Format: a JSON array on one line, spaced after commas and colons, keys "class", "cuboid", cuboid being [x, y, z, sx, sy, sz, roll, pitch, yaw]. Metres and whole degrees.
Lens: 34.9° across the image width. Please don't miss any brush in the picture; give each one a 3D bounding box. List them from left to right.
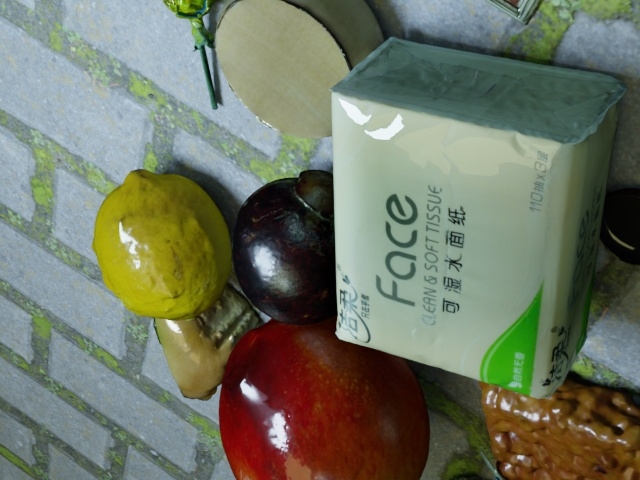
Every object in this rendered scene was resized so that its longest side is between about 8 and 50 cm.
[{"class": "brush", "cuboid": [0.287, 0.385, 1.685, 0.084, 0.013, 0.016, 55, 164, 16]}]

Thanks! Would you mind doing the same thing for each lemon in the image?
[{"class": "lemon", "cuboid": [-0.271, 0.009, 1.761, 0.233, 0.233, 0.288, -3, 118, 40]}]

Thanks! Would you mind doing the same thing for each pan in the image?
[{"class": "pan", "cuboid": [0.432, -0.040, 1.298, 0.115, 0.040, 0.212, 42, 148, 0]}]

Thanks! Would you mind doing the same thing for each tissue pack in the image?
[{"class": "tissue pack", "cuboid": [0.193, -0.026, 1.337, 0.331, 0.205, 0.405, 16, 128, 24]}]

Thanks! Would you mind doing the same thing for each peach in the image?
[{"class": "peach", "cuboid": [-0.003, 0.295, 1.717, 0.388, 0.388, 0.388, 22, 137, 22]}]

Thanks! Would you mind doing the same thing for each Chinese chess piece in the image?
[{"class": "Chinese chess piece", "cuboid": [-0.029, -0.260, 1.416, 0.249, 0.103, 0.250, 22, 138, 21]}]

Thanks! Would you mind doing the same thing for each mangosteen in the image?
[{"class": "mangosteen", "cuboid": [0.000, 0.000, 1.560, 0.289, 0.231, 0.231, -24, 111, 24]}]

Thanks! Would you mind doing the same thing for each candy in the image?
[{"class": "candy", "cuboid": [-0.180, -0.301, 1.537, 0.077, 0.073, 0.262, -1, 138, 6]}]

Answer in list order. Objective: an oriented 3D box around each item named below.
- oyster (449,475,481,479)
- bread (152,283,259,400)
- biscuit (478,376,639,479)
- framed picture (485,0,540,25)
[{"class": "oyster", "cuboid": [0.287, 0.464, 1.901, 0.100, 0.037, 0.098, 13, 156, 1]}, {"class": "bread", "cuboid": [-0.194, 0.187, 1.919, 0.132, 0.174, 0.252, 3, 124, 33]}, {"class": "biscuit", "cuboid": [0.406, 0.348, 1.628, 0.318, 0.110, 0.312, 11, 132, 34]}, {"class": "framed picture", "cuboid": [0.170, -0.399, 1.194, 0.273, 0.016, 0.216, 34, 140, 8]}]
